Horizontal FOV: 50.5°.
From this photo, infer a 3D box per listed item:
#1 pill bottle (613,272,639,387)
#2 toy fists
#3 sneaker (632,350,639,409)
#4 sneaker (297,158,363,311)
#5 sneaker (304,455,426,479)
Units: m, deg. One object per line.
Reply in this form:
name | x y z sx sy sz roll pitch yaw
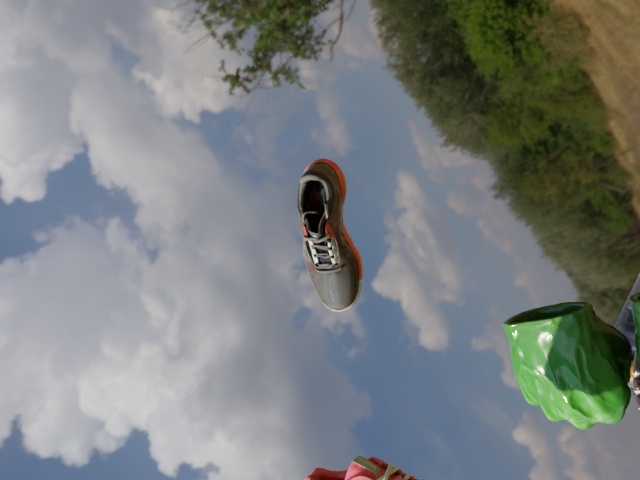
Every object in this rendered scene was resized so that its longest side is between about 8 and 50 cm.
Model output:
pill bottle | 0.519 0.108 0.997 0.130 0.246 0.130 28 174 3
toy fists | 0.350 0.133 0.767 0.096 0.279 0.142 -18 -89 -54
sneaker | 0.481 0.255 0.892 0.162 0.106 0.281 38 -132 -56
sneaker | 0.000 0.000 0.678 0.065 0.061 0.158 -34 -66 -68
sneaker | 0.093 0.362 0.928 0.116 0.313 0.136 -24 -87 -54
